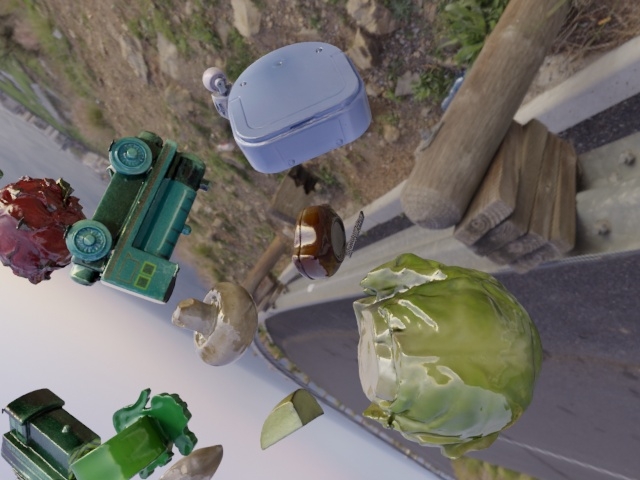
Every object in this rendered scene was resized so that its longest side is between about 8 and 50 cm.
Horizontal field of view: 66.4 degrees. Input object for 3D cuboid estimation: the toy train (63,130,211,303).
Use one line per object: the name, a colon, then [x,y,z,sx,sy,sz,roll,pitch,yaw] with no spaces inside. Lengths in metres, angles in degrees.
toy train: [-0.315,-0.044,0.870,0.194,0.298,0.120,24,163,-17]

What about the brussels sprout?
brussels sprout: [0.271,0.230,1.039,0.361,0.425,0.342,0,122,-9]

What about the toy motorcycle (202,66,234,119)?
toy motorcycle: [-0.285,-0.443,1.552,0.112,0.112,0.254,18,170,34]

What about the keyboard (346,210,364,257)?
keyboard: [0.140,-0.024,1.963,0.018,0.195,0.060,10,-153,-13]

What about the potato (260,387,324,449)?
potato: [-0.077,0.405,1.129,0.081,0.120,0.149,61,-167,16]

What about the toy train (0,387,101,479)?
toy train: [-0.651,0.502,1.194,0.330,0.178,0.138,18,-160,29]

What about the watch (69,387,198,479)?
watch: [-0.304,0.325,0.778,0.131,0.165,0.152,59,-161,7]

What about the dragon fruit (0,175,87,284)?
dragon fruit: [-0.748,-0.024,1.296,0.245,0.298,0.244,7,-162,-2]

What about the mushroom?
mushroom: [-0.254,0.191,1.162,0.204,0.204,0.204,27,162,10]

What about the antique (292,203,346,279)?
antique: [0.000,0.000,1.542,0.129,0.278,0.223,-8,121,22]

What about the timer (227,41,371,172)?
timer: [-0.068,-0.384,1.368,0.395,0.395,0.173,20,158,30]

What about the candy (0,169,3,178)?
candy: [-0.667,-0.144,0.783,0.246,0.149,0.069,53,-178,-32]

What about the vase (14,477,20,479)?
vase: [-0.794,0.778,1.599,0.165,0.165,0.360,15,-167,40]

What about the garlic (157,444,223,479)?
garlic: [-0.458,0.792,1.608,0.112,0.318,0.143,54,171,31]
